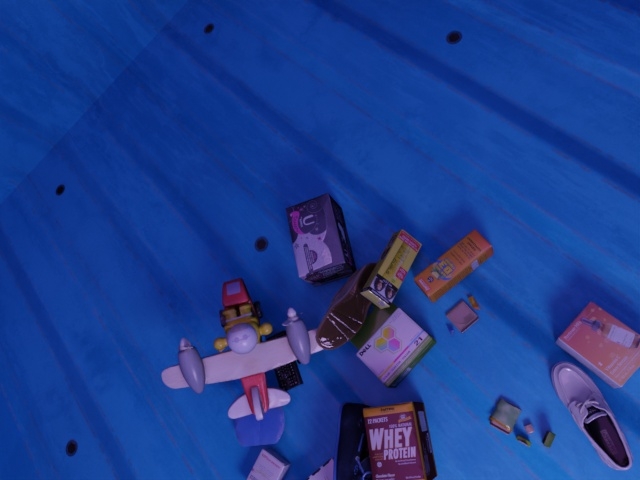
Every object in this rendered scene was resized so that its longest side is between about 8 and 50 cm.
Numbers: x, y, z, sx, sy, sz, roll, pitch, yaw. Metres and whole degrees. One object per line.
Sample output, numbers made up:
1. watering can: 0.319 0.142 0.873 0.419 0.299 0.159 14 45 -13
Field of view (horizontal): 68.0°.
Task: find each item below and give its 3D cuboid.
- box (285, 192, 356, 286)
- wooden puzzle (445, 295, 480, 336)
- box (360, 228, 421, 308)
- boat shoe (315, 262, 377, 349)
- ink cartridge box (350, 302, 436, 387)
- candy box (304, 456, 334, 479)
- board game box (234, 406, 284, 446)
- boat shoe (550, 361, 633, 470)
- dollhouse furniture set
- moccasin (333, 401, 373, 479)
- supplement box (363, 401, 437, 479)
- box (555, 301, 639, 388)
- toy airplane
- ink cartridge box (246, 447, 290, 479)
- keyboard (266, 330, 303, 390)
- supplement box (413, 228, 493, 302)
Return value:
1. box: 0.000 0.000 1.531 0.163 0.142 0.248 -18 65 14
2. wooden puzzle: 0.409 0.219 1.364 0.116 0.014 0.079 -35 58 7
3. box: 0.211 0.083 1.408 0.087 0.058 0.232 38 64 -8
4. boat shoe: 0.083 0.196 1.432 0.109 0.098 0.302 40 73 -12
5. ink cartridge box: 0.177 0.272 1.390 0.189 0.097 0.255 -48 62 1
6. candy box: 0.016 0.727 1.307 0.196 0.070 0.165 -41 62 4
7. board game box: -0.182 0.562 1.468 0.168 0.033 0.133 -12 61 15
8. boat shoe: 0.655 0.420 1.151 0.096 0.088 0.268 -25 65 12
9. dollhouse furniture set: 0.510 0.471 1.207 0.151 0.058 0.076 26 82 27
10. moccasin: 0.097 0.583 1.233 0.116 0.138 0.342 -2 51 10
11. supplement box: 0.209 0.526 1.231 0.128 0.194 0.192 -14 67 17
12. box: 0.705 0.261 1.186 0.170 0.091 0.130 41 90 28
13. toy airplane: -0.219 0.335 1.401 0.384 0.272 0.386 29 69 11
14. ink cartridge box: -0.157 0.691 1.399 0.088 0.052 0.123 25 83 27
15. keyboard: -0.107 0.377 1.508 0.108 0.023 0.180 -27 65 11
16. supplement box: 0.388 0.076 1.386 0.233 0.080 0.078 -41 60 6
